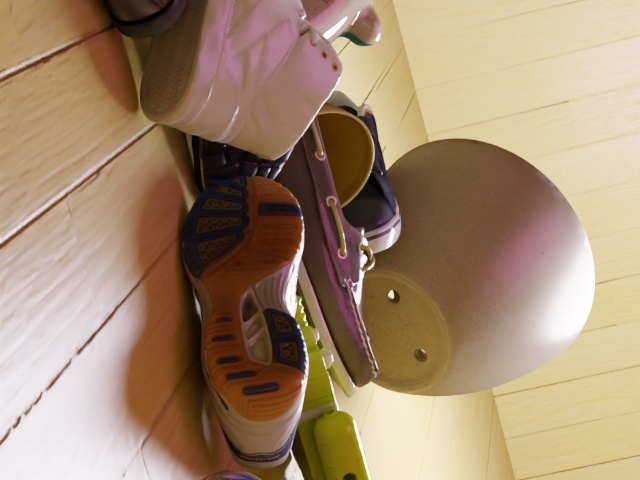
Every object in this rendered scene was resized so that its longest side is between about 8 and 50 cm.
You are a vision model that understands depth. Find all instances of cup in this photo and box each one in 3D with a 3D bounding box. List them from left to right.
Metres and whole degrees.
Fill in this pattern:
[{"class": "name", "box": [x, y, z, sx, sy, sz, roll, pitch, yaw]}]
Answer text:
[{"class": "cup", "box": [0.144, 0.065, 2.172, 0.237, 0.331, 0.331, -35, 114, -49]}]

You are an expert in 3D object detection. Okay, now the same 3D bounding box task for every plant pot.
[{"class": "plant pot", "box": [-0.021, -0.105, 1.938, 0.095, 0.134, 0.134, 47, -16, 50]}]

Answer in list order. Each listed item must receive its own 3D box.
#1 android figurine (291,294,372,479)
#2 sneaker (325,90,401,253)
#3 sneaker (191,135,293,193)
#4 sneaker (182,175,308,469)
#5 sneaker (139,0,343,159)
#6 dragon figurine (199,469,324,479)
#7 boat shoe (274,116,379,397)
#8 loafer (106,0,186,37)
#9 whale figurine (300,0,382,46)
[{"class": "android figurine", "box": [-0.008, 0.165, 1.687, 0.248, 0.056, 0.272, -127, -159, -70]}, {"class": "sneaker", "box": [0.019, -0.085, 2.083, 0.321, 0.126, 0.127, -105, -178, -67]}, {"class": "sneaker", "box": [-0.088, -0.177, 1.679, 0.124, 0.107, 0.283, 12, -83, 55]}, {"class": "sneaker", "box": [-0.069, 0.071, 1.554, 0.296, 0.112, 0.131, -91, -177, -45]}, {"class": "sneaker", "box": [-0.049, -0.221, 1.571, 0.169, 0.108, 0.292, 21, 84, -40]}, {"class": "dragon figurine", "box": [-0.022, 0.292, 1.506, 0.289, 0.085, 0.144, 60, 20, -61]}, {"class": "boat shoe", "box": [0.000, 0.000, 1.792, 0.116, 0.097, 0.324, 140, -72, -81]}, {"class": "loafer", "box": [-0.158, -0.304, 1.516, 0.084, 0.096, 0.267, 52, 28, -53]}, {"class": "whale figurine", "box": [-0.034, -0.269, 2.002, 0.216, 0.141, 0.272, 24, 51, -19]}]
